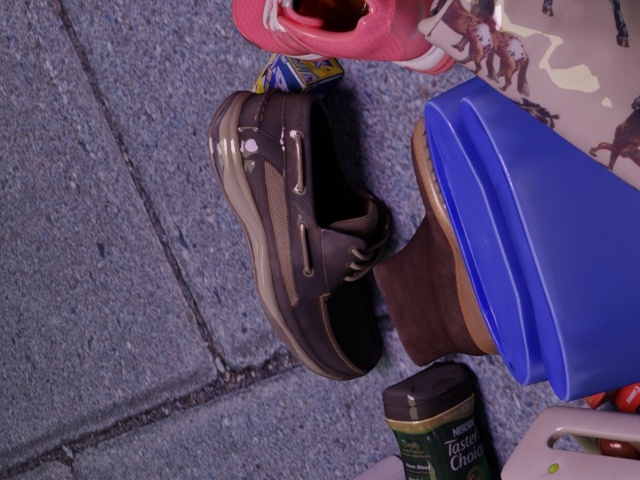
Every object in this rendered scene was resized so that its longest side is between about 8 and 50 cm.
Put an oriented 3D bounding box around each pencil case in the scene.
[{"bbox_3d":[0.283,-0.115,1.386,0.410,0.160,0.183,37,97,6],"label":"pencil case"}]

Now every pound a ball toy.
[{"bbox_3d":[0.322,0.248,1.704,0.319,0.136,0.208,0,135,54],"label":"pound a ball toy"}]

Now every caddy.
[{"bbox_3d":[0.228,-0.023,1.607,0.241,0.179,0.341,-163,54,-78],"label":"caddy"}]

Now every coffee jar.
[{"bbox_3d":[0.129,0.225,1.957,0.079,0.096,0.184,0,110,51],"label":"coffee jar"}]

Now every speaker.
[{"bbox_3d":[0.042,0.294,2.083,0.055,0.136,0.055,32,137,36],"label":"speaker"}]

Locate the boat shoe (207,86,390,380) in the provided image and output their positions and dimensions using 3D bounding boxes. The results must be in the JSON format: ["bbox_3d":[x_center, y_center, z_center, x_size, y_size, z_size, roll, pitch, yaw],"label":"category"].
[{"bbox_3d":[0.000,0.000,1.960,0.130,0.132,0.355,-8,122,29],"label":"boat shoe"}]

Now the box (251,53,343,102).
[{"bbox_3d":[-0.039,-0.150,2.004,0.059,0.054,0.169,57,146,15],"label":"box"}]

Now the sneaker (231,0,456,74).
[{"bbox_3d":[-0.001,-0.236,1.805,0.314,0.136,0.116,12,94,47],"label":"sneaker"}]

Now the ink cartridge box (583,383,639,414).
[{"bbox_3d":[0.267,0.126,1.766,0.115,0.029,0.063,51,144,23],"label":"ink cartridge box"}]

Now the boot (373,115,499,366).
[{"bbox_3d":[0.108,0.007,1.860,0.207,0.090,0.248,-19,97,54],"label":"boot"}]
